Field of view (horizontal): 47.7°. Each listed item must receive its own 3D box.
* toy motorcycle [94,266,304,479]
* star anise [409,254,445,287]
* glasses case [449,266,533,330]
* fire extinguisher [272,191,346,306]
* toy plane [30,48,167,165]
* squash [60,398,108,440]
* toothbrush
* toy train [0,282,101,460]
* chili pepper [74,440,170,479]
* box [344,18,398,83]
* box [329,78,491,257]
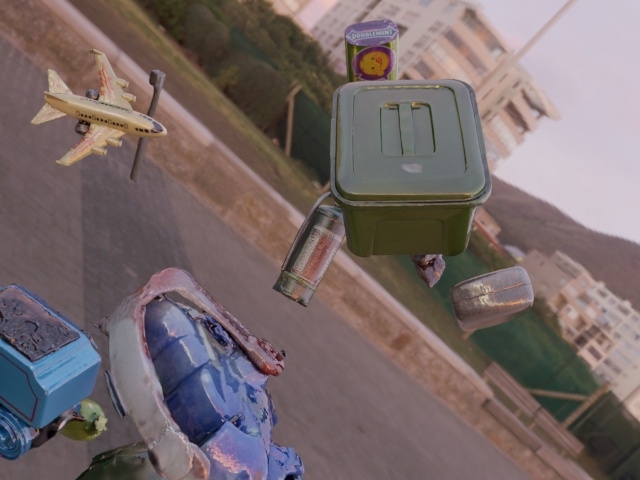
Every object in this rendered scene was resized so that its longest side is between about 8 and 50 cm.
[{"bbox_3d":[-0.154,0.200,0.865,0.241,0.182,0.319,-10,54,-47],"label":"toy motorcycle"},{"bbox_3d":[0.277,0.017,1.996,0.223,0.109,0.236,55,7,-41],"label":"star anise"},{"bbox_3d":[0.300,0.110,1.285,0.323,0.131,0.074,41,32,-75],"label":"glasses case"},{"bbox_3d":[0.000,0.000,1.618,0.118,0.294,0.093,31,-6,-19],"label":"fire extinguisher"},{"bbox_3d":[-0.410,-0.237,1.369,0.244,0.229,0.092,17,-7,-11],"label":"toy plane"},{"bbox_3d":[-0.632,0.434,1.806,0.395,0.107,0.107,-5,-38,47],"label":"squash"},{"bbox_3d":[-0.409,-0.262,1.693,0.030,0.297,0.030,37,35,22],"label":"toothbrush"},{"bbox_3d":[-0.580,0.245,1.375,0.300,0.265,0.188,31,28,14],"label":"toy train"},{"bbox_3d":[-0.230,0.400,1.059,0.233,0.256,0.249,-52,133,-81],"label":"chili pepper"},{"bbox_3d":[0.135,-0.398,1.868,0.345,0.134,0.097,84,-3,-55],"label":"box"},{"bbox_3d":[0.143,-0.123,1.238,0.329,0.252,0.178,-86,175,-45],"label":"box"}]
